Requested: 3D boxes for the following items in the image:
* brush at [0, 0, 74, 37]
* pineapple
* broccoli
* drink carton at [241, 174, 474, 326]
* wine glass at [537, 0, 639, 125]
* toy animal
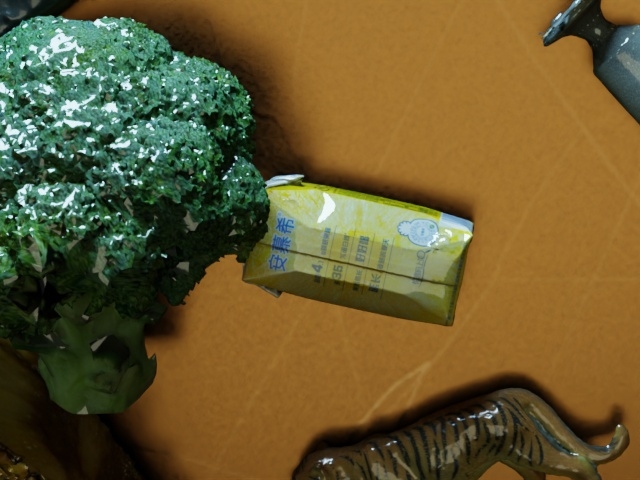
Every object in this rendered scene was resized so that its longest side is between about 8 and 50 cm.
[{"bbox_3d":[-0.248,-0.178,1.135,0.197,0.059,0.123,-35,94,12],"label":"brush"},{"bbox_3d":[-0.231,0.168,1.152,0.161,0.158,0.334,-33,97,12],"label":"pineapple"},{"bbox_3d":[-0.160,-0.011,1.072,0.270,0.270,0.270,2,123,6],"label":"broccoli"},{"bbox_3d":[0.000,0.000,1.136,0.200,0.074,0.084,12,102,3],"label":"drink carton"},{"bbox_3d":[0.217,-0.101,1.091,0.155,0.072,0.072,44,103,-2],"label":"wine glass"},{"bbox_3d":[0.092,0.160,1.165,0.241,0.057,0.099,-23,98,11],"label":"toy animal"}]
